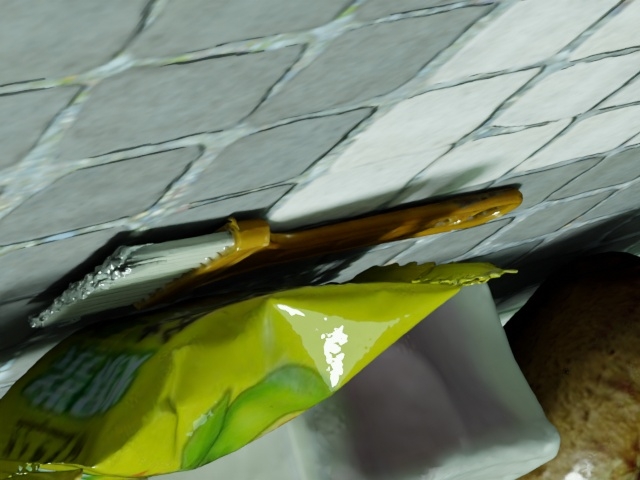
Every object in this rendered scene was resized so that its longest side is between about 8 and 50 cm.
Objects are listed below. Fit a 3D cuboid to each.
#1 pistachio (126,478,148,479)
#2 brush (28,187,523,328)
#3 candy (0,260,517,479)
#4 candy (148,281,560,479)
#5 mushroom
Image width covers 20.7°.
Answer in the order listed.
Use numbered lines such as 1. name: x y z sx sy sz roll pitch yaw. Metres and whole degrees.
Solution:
1. pistachio: -0.199 0.185 1.044 0.229 0.157 0.157 -13 165 -48
2. brush: 0.000 0.000 0.882 0.314 0.017 0.090 -11 166 -44
3. candy: -0.063 0.066 0.877 0.297 0.081 0.187 -27 -170 -32
4. candy: -0.031 0.154 1.185 0.208 0.145 0.358 -13 166 -39
5. mushroom: 0.198 0.137 1.260 0.267 0.254 0.267 -34 153 -20
